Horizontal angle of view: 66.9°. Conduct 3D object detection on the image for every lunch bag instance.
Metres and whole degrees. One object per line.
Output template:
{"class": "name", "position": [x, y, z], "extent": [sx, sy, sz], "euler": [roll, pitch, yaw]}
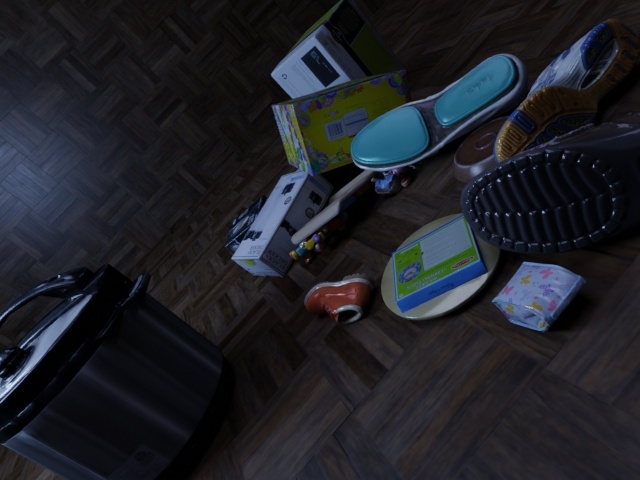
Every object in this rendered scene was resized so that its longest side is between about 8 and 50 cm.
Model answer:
{"class": "lunch bag", "position": [0.259, 0.067, 0.568], "extent": [0.071, 0.053, 0.083], "euler": [-48, 13, -12]}

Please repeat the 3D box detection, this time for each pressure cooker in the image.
{"class": "pressure cooker", "position": [-0.436, 0.262, 0.961], "extent": [0.375, 0.420, 0.370], "euler": [-18, 36, 50]}

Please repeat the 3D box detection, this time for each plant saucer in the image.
{"class": "plant saucer", "position": [0.320, -0.181, 0.918], "extent": [0.168, 0.029, 0.168], "euler": [-37, 23, 19]}

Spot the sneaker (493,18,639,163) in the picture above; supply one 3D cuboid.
{"class": "sneaker", "position": [0.388, -0.219, 0.801], "extent": [0.296, 0.112, 0.131], "euler": [-45, 5, -4]}

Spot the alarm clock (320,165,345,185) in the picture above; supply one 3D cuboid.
{"class": "alarm clock", "position": [0.024, -0.212, 1.439], "extent": [0.129, 0.064, 0.192], "euler": [-8, 46, 56]}

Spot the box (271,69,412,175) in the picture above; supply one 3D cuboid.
{"class": "box", "position": [0.054, -0.312, 1.264], "extent": [0.290, 0.177, 0.279], "euler": [-20, 19, -9]}

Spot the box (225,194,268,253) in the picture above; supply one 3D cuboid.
{"class": "box", "position": [-0.216, -0.043, 1.549], "extent": [0.147, 0.077, 0.180], "euler": [-38, 24, 20]}

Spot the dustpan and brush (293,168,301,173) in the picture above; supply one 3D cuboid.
{"class": "dustpan and brush", "position": [-0.074, -0.178, 1.580], "extent": [0.211, 0.060, 0.147], "euler": [-41, 20, -8]}

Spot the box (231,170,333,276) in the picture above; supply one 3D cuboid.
{"class": "box", "position": [-0.102, -0.047, 1.298], "extent": [0.169, 0.087, 0.290], "euler": [-2, 55, 56]}

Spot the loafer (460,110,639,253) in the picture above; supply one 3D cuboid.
{"class": "loafer", "position": [0.357, -0.081, 0.590], "extent": [0.366, 0.134, 0.130], "euler": [-15, 12, 35]}

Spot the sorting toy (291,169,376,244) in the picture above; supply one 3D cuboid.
{"class": "sorting toy", "position": [0.038, -0.080, 1.165], "extent": [0.193, 0.038, 0.208], "euler": [-35, 9, 45]}

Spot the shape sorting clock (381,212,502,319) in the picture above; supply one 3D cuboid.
{"class": "shape sorting clock", "position": [0.185, 0.038, 0.759], "extent": [0.206, 0.040, 0.206], "euler": [-33, 26, 18]}

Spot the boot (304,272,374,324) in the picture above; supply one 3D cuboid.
{"class": "boot", "position": [0.023, 0.119, 0.887], "extent": [0.158, 0.059, 0.085], "euler": [-24, 35, 39]}

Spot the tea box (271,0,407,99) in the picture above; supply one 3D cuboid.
{"class": "tea box", "position": [0.074, -0.546, 1.576], "extent": [0.220, 0.329, 0.323], "euler": [-23, 30, 44]}

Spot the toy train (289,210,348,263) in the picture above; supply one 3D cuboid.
{"class": "toy train", "position": [0.000, 0.000, 1.151], "extent": [0.166, 0.046, 0.125], "euler": [-36, 4, 38]}

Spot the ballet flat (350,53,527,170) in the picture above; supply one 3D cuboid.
{"class": "ballet flat", "position": [0.252, -0.245, 1.033], "extent": [0.400, 0.139, 0.139], "euler": [-25, 30, 35]}

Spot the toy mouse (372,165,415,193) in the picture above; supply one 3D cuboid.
{"class": "toy mouse", "position": [0.169, -0.172, 1.159], "extent": [0.143, 0.031, 0.161], "euler": [-43, 22, 7]}

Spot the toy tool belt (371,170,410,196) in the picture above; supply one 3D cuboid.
{"class": "toy tool belt", "position": [0.156, -0.132, 1.088], "extent": [0.083, 0.051, 0.052], "euler": [-19, 34, 47]}
